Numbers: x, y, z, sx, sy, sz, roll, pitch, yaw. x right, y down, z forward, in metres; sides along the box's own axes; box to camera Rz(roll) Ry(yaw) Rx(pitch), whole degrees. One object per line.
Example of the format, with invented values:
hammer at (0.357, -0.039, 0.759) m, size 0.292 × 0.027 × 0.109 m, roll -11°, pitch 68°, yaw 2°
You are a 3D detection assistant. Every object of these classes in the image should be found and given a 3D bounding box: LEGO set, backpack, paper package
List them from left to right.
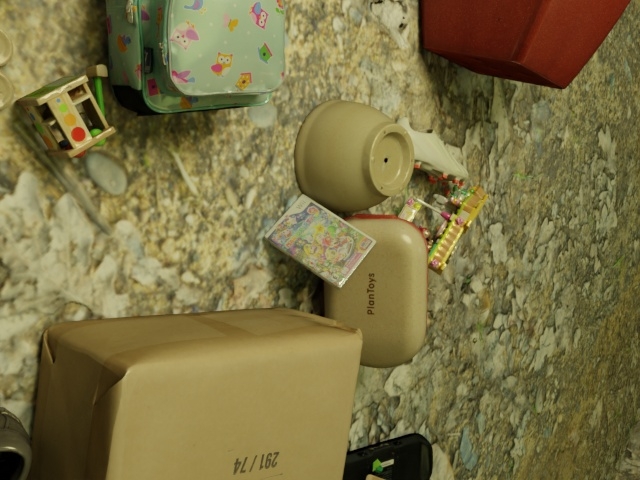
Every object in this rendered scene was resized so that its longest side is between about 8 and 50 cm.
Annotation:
backpack at (-0.123, -0.224, 0.595) m, size 0.166 × 0.144 × 0.188 m, roll -14°, pitch 105°, yaw -38°
paper package at (-0.128, 0.241, 0.665) m, size 0.325 × 0.168 × 0.309 m, roll 3°, pitch 95°, yaw -47°
LEGO set at (0.198, -0.036, 1.018) m, size 0.287 × 0.107 × 0.132 m, roll -52°, pitch 165°, yaw -31°

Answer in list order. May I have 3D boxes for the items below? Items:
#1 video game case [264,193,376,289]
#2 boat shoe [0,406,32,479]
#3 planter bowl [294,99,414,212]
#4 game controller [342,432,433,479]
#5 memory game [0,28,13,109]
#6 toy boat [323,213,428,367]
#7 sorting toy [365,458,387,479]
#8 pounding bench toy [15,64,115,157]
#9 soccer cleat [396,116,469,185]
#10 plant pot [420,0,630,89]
video game case at (0.000, 0.000, 0.791) m, size 0.087 × 0.122 × 0.011 m, roll -50°, pitch 166°, yaw -26°
boat shoe at (-0.375, 0.272, 0.468) m, size 0.335 × 0.096 × 0.112 m, roll -50°, pitch 129°, yaw -27°
planter bowl at (0.060, -0.112, 0.826) m, size 0.162 × 0.109 × 0.162 m, roll -12°, pitch 107°, yaw -44°
game controller at (0.091, 0.430, 1.016) m, size 0.319 × 0.067 × 0.166 m, roll 5°, pitch 80°, yaw -47°
memory game at (-0.341, -0.147, 0.477) m, size 0.186 × 0.012 × 0.186 m, roll -10°, pitch 105°, yaw -44°
toy boat at (0.088, 0.068, 0.892) m, size 0.151 × 0.151 × 0.230 m, roll -37°, pitch 128°, yaw -70°
sorting toy at (0.092, 0.397, 0.963) m, size 0.062 × 0.012 × 0.083 m, roll 33°, pitch 65°, yaw -33°
pounding bench toy at (-0.227, -0.122, 0.571) m, size 0.083 × 0.052 × 0.065 m, roll -42°, pitch 126°, yaw -32°
soccer cleat at (0.186, -0.141, 0.982) m, size 0.196 × 0.068 × 0.076 m, roll 15°, pitch 84°, yaw -43°
plant pot at (0.311, -0.382, 0.937) m, size 0.267 × 0.267 × 0.235 m, roll 3°, pitch 107°, yaw -46°
